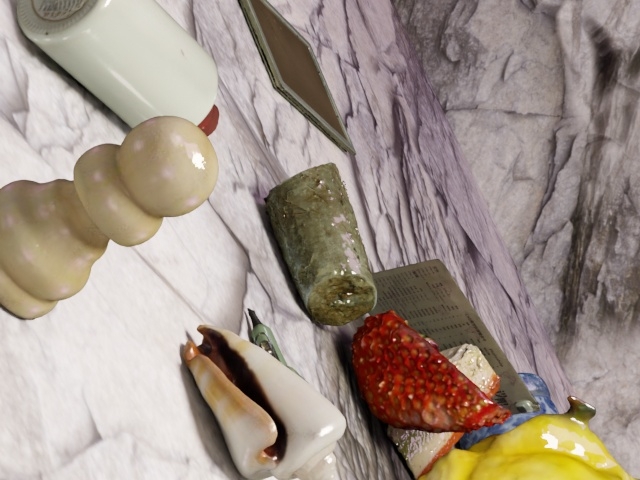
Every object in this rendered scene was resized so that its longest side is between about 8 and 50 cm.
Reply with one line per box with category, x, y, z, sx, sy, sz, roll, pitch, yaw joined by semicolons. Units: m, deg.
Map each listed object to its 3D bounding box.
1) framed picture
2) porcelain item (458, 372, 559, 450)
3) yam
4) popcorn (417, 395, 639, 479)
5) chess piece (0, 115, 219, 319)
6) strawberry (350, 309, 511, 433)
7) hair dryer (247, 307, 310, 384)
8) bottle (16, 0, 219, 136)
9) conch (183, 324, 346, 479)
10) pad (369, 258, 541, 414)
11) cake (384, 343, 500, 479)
framed picture;-0.042;-0.267;2.182;0.293;0.018;0.231;37;28;-61
porcelain item;0.258;0.258;1.973;0.147;0.147;0.114;41;24;-57
yam;0.000;0.000;1.628;0.107;0.107;0.183;36;30;-62
popcorn;0.240;0.302;1.554;0.297;0.281;0.316;17;7;-16
chess piece;-0.146;-0.026;0.958;0.094;0.170;0.094;56;13;-20
strawberry;0.106;0.167;1.626;0.175;0.107;0.236;40;1;-7
hair dryer;-0.046;0.117;1.361;0.071;0.047;0.150;50;7;-46
bottle;-0.166;-0.165;1.309;0.245;0.104;0.104;43;22;-53
conch;-0.047;0.134;1.186;0.104;0.094;0.176;-23;79;-37
pad;0.158;0.137;1.844;0.265;0.159;0.009;55;46;-22
cake;0.121;0.214;1.777;0.220;0.116;0.086;-42;104;-43
